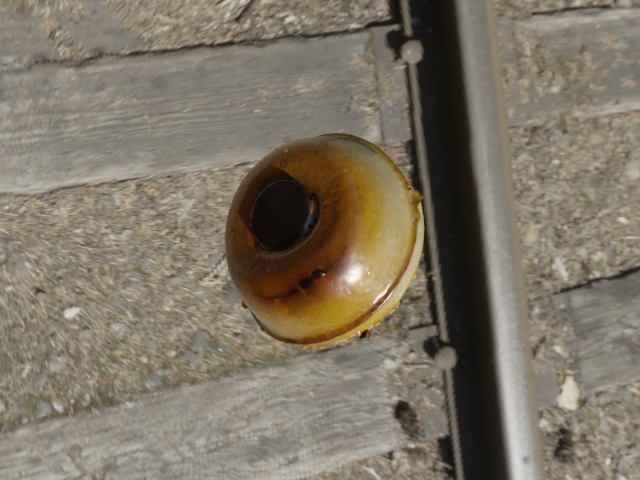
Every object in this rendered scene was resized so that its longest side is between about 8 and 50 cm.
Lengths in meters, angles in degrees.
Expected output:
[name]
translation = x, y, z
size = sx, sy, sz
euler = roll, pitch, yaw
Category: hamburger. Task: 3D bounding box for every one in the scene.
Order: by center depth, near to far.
[hamburger]
translation = 0.004, -0.001, 0.976
size = 0.147, 0.236, 0.237
euler = 26, 81, -50
